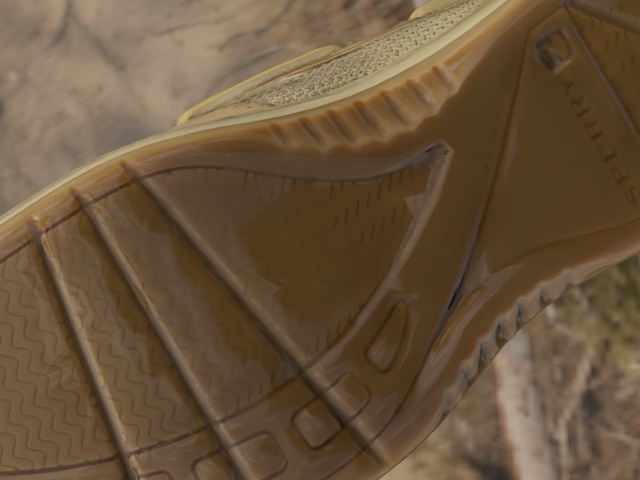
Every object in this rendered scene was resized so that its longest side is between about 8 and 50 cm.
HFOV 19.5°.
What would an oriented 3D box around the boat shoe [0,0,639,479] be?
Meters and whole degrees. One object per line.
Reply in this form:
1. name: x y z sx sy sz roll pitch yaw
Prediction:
1. boat shoe: 0.000 0.000 0.528 0.302 0.098 0.109 -32 100 -17
